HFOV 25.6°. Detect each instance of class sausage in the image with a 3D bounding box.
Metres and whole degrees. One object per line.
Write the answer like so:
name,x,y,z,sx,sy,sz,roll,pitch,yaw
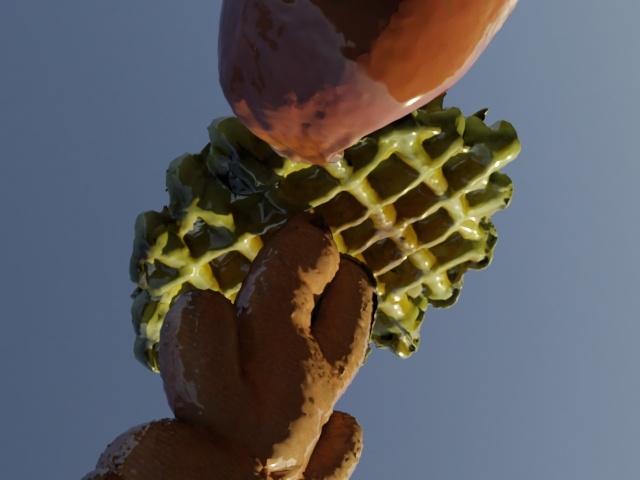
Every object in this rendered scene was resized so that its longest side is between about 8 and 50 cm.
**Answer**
sausage,0.043,-0.159,0.687,0.148,0.148,0.254,37,-107,-25

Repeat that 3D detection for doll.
doll,-0.064,0.124,0.979,0.201,0.156,0.303,45,-128,-29

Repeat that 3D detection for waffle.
waffle,0.000,0.000,1.101,0.317,0.297,0.073,-4,-131,-27
